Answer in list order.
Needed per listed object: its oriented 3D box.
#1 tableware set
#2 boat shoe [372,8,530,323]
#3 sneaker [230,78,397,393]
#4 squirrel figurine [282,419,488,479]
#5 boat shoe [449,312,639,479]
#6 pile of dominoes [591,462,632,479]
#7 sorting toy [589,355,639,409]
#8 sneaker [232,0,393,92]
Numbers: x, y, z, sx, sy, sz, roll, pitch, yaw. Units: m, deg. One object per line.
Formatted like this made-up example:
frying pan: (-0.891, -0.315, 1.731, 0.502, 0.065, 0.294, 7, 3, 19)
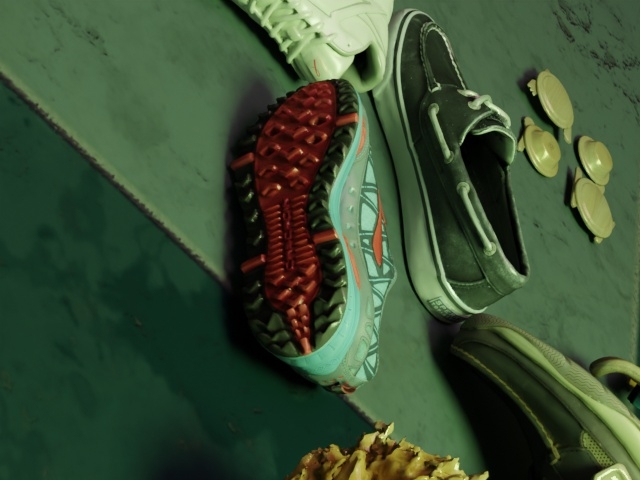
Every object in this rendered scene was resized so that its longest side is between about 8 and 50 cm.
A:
tableware set: (0.250, -0.085, 1.845, 0.169, 0.020, 0.141, 50, 36, -21)
boat shoe: (0.119, -0.081, 1.574, 0.108, 0.102, 0.301, 27, 46, -43)
sneaker: (0.000, 0.000, 1.377, 0.125, 0.104, 0.262, 53, 33, -47)
squirrel figurine: (0.015, 0.299, 1.051, 0.370, 0.281, 0.397, 33, 27, -22)
boat shoe: (0.221, 0.204, 1.458, 0.355, 0.130, 0.132, 44, -1, 16)
pile of dominoes: (0.196, 0.321, 1.376, 0.196, 0.040, 0.251, -25, 86, -18)
sorting toy: (0.333, 0.165, 1.591, 0.229, 0.041, 0.307, 30, 1, 8)
sneaker: (-0.012, -0.185, 1.485, 0.232, 0.090, 0.115, 19, 55, -47)
